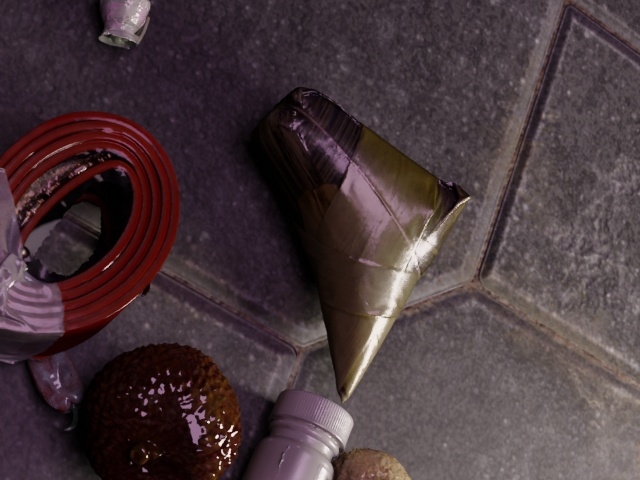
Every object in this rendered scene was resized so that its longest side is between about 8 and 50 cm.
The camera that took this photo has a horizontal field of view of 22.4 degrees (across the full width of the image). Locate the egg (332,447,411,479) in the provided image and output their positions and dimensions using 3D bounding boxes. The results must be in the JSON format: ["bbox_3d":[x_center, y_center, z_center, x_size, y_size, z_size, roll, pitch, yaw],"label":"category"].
[{"bbox_3d":[0.063,0.326,2.021,0.118,0.116,0.140,-30,96,-57],"label":"egg"}]

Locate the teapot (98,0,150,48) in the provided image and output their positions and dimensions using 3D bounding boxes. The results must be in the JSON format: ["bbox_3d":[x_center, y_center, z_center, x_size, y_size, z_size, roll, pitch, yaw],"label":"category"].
[{"bbox_3d":[-0.241,-0.270,2.002,0.083,0.064,0.064,26,70,-59],"label":"teapot"}]

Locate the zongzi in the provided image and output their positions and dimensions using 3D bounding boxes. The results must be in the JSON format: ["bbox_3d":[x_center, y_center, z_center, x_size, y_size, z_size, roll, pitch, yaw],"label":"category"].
[{"bbox_3d":[0.000,0.000,2.043,0.289,0.154,0.317,34,69,-13],"label":"zongzi"}]

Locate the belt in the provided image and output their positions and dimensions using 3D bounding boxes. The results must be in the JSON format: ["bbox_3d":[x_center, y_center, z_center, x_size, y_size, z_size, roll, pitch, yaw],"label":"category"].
[{"bbox_3d":[-0.299,0.002,1.846,0.227,0.115,0.324,40,57,-7],"label":"belt"}]

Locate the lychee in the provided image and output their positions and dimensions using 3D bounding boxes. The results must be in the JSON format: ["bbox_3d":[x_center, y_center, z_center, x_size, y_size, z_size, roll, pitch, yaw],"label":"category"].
[{"bbox_3d":[-0.184,0.204,1.854,0.194,0.194,0.194,8,75,-31],"label":"lychee"}]

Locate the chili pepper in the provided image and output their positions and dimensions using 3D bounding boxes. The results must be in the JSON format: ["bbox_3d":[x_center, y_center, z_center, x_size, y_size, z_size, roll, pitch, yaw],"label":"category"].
[{"bbox_3d":[-0.310,0.147,1.870,0.050,0.041,0.153,-10,67,-53],"label":"chili pepper"}]

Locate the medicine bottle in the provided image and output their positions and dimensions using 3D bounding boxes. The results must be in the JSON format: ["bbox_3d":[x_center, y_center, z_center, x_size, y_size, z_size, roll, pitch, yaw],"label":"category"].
[{"bbox_3d":[-0.034,0.278,1.975,0.105,0.105,0.168,34,63,-22],"label":"medicine bottle"}]
